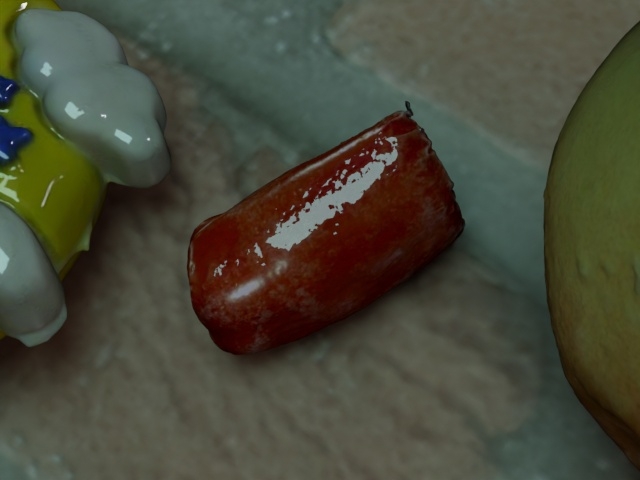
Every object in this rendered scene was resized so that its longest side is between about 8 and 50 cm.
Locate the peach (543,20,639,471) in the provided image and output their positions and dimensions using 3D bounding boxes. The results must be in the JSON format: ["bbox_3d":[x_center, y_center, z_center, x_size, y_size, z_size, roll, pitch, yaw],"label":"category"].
[{"bbox_3d":[0.184,0.019,0.559,0.232,0.232,0.232,-3,68,8],"label":"peach"}]

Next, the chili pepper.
[{"bbox_3d":[0.000,0.000,0.650,0.123,0.073,0.070,-30,99,0],"label":"chili pepper"}]

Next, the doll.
[{"bbox_3d":[-0.202,-0.038,0.671,0.252,0.111,0.237,35,70,19],"label":"doll"}]
